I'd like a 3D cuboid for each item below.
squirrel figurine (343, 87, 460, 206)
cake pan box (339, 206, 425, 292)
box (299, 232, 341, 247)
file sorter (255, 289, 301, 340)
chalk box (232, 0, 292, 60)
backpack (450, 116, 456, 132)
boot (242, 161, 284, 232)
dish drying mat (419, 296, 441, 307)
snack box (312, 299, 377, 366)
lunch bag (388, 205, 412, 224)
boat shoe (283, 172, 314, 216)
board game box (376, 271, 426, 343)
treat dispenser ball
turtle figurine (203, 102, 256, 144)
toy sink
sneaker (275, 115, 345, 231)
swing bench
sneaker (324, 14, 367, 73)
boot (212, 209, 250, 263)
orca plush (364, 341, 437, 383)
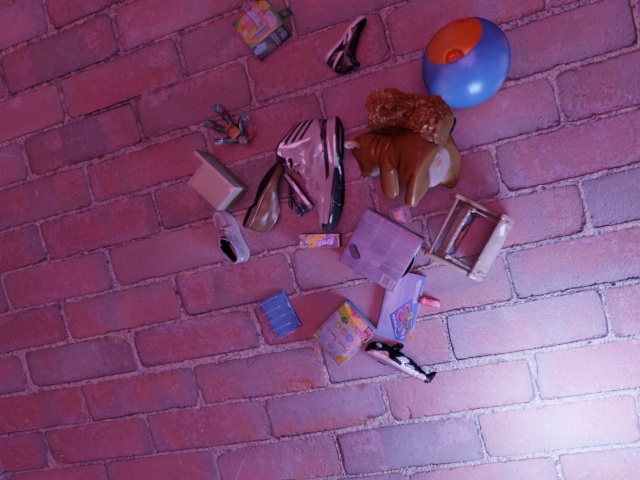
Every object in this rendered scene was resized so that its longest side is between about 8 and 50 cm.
[{"bbox_3d":[0.271,-0.355,1.467,0.370,0.281,0.396,31,139,40],"label":"squirrel figurine"},{"bbox_3d":[0.239,0.037,1.605,0.267,0.070,0.245,30,110,16],"label":"cake pan box"},{"bbox_3d":[0.000,0.000,1.689,0.169,0.054,0.059,-2,95,11],"label":"box"},{"bbox_3d":[-0.179,0.317,1.727,0.118,0.104,0.170,-28,89,13],"label":"file sorter"},{"bbox_3d":[-0.207,-0.842,1.619,0.213,0.132,0.132,-36,87,11],"label":"chalk box"},{"bbox_3d":[0.404,-0.441,1.534,0.182,0.152,0.115,28,84,11],"label":"backpack"},{"bbox_3d":[-0.208,-0.176,1.710,0.115,0.112,0.305,23,97,-20],"label":"boot"},{"bbox_3d":[0.434,0.245,1.631,0.083,0.008,0.032,14,100,-10],"label":"dish drying mat"},{"bbox_3d":[0.099,0.376,1.682,0.174,0.070,0.207,46,103,14],"label":"snack box"},{"bbox_3d":[0.314,-0.096,1.618,0.083,0.053,0.071,-14,91,23],"label":"lunch bag"},{"bbox_3d":[-0.111,-0.185,1.690,0.083,0.065,0.183,-38,86,15],"label":"boat shoe"},{"bbox_3d":[0.321,0.260,1.660,0.145,0.027,0.281,14,97,12],"label":"board game box"},{"bbox_3d":[0.495,-0.605,1.416,0.288,0.288,0.288,1,95,11],"label":"treat dispenser ball"},{"bbox_3d":[-0.368,-0.453,1.694,0.234,0.118,0.175,39,86,21],"label":"turtle figurine"},{"bbox_3d":[-0.444,-0.244,1.709,0.234,0.153,0.131,43,102,4],"label":"toy sink"},{"bbox_3d":[-0.043,-0.257,1.633,0.258,0.169,0.447,0,86,16],"label":"sneaker"},{"bbox_3d":[0.548,-0.009,1.520,0.255,0.165,0.253,26,99,8],"label":"swing bench"},{"bbox_3d":[0.128,-0.739,1.592,0.121,0.079,0.217,45,110,1],"label":"sneaker"},{"bbox_3d":[-0.390,-0.021,1.730,0.095,0.123,0.258,-33,88,12],"label":"boot"},{"bbox_3d":[0.324,0.458,1.641,0.287,0.151,0.102,21,67,12],"label":"orca plush"}]
